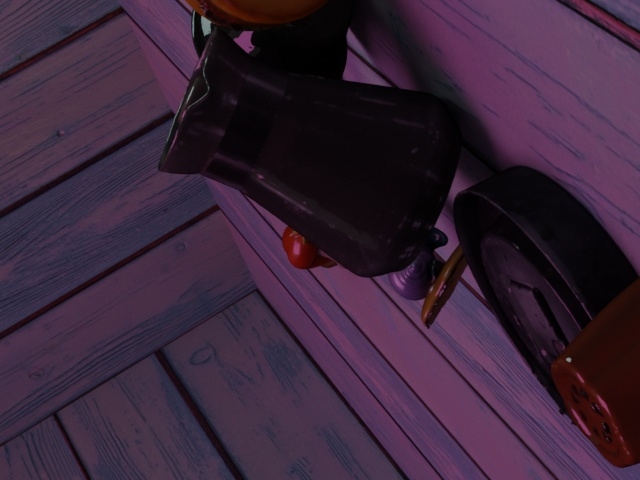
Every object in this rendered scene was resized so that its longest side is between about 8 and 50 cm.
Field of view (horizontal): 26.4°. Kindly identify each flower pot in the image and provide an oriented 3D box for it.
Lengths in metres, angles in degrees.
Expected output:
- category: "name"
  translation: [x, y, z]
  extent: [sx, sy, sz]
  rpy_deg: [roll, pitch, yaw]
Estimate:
- category: "flower pot"
  translation: [0.330, 0.126, 1.346]
  extent: [0.191, 0.173, 0.191]
  rpy_deg: [58, 171, 14]
- category: "flower pot"
  translation: [-0.044, -0.310, 1.871]
  extent: [0.235, 0.235, 0.148]
  rpy_deg: [58, 150, 4]

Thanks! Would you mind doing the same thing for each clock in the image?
- category: "clock"
  translation: [0.298, 0.085, 1.664]
  extent: [0.386, 0.076, 0.386]
  rpy_deg: [57, 171, 15]

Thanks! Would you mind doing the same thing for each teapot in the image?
- category: "teapot"
  translation: [-0.018, -0.119, 1.776]
  extent: [0.344, 0.253, 0.300]
  rpy_deg: [23, 177, -10]

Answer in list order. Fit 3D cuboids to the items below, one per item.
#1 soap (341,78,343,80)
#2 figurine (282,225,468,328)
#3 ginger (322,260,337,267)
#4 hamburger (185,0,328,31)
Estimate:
- category: "soap"
  translation: [-0.030, -0.219, 2.215]
  extent: [0.091, 0.145, 0.231]
  rpy_deg: [-119, 9, -52]
- category: "figurine"
  translation: [0.092, -0.009, 2.014]
  extent: [0.257, 0.208, 0.181]
  rpy_deg: [30, -152, 9]
- category: "ginger"
  translation: [0.002, -0.003, 2.864]
  extent: [0.118, 0.065, 0.299]
  rpy_deg: [43, 173, 3]
- category: "hamburger"
  translation: [-0.086, -0.376, 1.694]
  extent: [0.246, 0.246, 0.170]
  rpy_deg: [61, 158, -13]
